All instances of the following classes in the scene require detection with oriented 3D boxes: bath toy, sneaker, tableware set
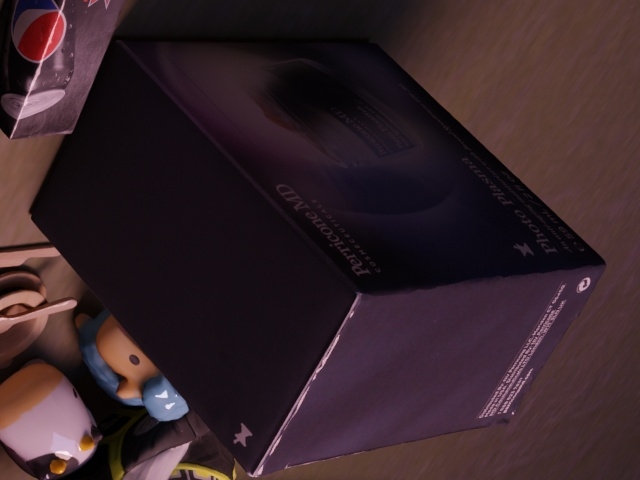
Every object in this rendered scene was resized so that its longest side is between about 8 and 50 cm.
[{"bbox_3d":[-0.272,0.202,1.573,0.348,0.129,0.151,-39,154,-8],"label":"bath toy"},{"bbox_3d":[-0.146,0.246,1.650,0.145,0.147,0.384,-23,-158,41],"label":"sneaker"},{"bbox_3d":[-0.279,0.071,1.495,0.194,0.039,0.128,-7,133,-47],"label":"tableware set"}]

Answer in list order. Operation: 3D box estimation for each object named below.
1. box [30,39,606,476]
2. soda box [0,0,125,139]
[{"bbox_3d":[0.000,0.000,1.490,0.294,0.296,0.182,-7,134,-47],"label":"box"},{"bbox_3d":[-0.175,-0.151,1.333,0.060,0.053,0.169,-9,135,-45],"label":"soda box"}]
